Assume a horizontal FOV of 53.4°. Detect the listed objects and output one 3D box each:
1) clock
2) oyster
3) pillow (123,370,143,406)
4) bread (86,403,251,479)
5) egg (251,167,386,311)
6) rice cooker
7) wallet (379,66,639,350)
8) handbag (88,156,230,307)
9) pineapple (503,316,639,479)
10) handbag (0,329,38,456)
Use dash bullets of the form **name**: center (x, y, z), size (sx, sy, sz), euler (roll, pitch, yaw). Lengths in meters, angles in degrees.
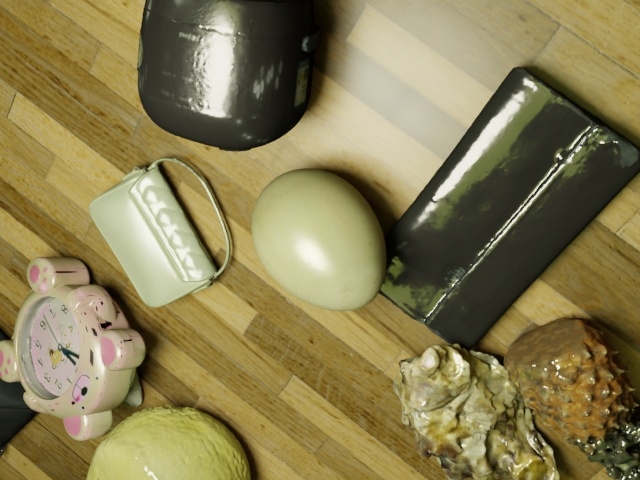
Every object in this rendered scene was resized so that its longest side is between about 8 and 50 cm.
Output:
- **clock**: center (-0.486, 0.209, 1.235), size (0.310, 0.114, 0.283), euler (35, 104, 29)
- **oyster**: center (0.238, 0.299, 1.049), size (0.238, 0.114, 0.351), euler (-16, 117, 24)
- **pillow**: center (-0.485, 0.282, 1.349), size (0.230, 0.051, 0.128), euler (5, 111, 17)
- **bread**: center (-0.295, 0.481, 1.251), size (0.321, 0.237, 0.320), euler (8, 107, 28)
- **egg**: center (0.000, 0.000, 0.985), size (0.188, 0.189, 0.253), euler (-51, 61, 26)
- **rice cooker**: center (-0.131, -0.262, 0.929), size (0.268, 0.267, 0.224), euler (16, 119, 15)
- **wallet**: center (0.258, -0.032, 0.961), size (0.228, 0.062, 0.406), euler (37, 117, 5)
- **handbag**: center (-0.275, -0.020, 1.161), size (0.219, 0.079, 0.256), euler (-27, 97, 15)
- **pineapple**: center (0.426, 0.278, 0.963), size (0.169, 0.169, 0.340), euler (-31, 102, 26)
- **handbag**: center (-0.777, 0.361, 1.412), size (0.302, 0.178, 0.275), euler (-38, 92, 26)
